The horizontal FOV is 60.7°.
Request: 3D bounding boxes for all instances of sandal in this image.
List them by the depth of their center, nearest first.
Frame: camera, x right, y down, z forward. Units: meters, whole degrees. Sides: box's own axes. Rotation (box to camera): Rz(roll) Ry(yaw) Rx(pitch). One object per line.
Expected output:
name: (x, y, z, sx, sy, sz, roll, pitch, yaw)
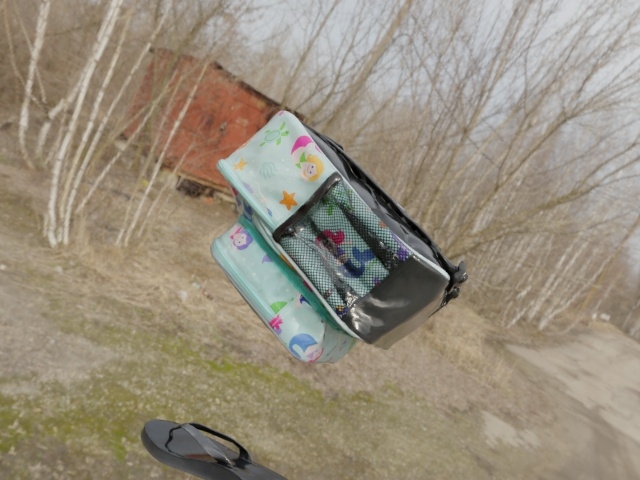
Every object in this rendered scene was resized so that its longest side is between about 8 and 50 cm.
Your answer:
sandal: (-0.141, 0.305, 0.781, 0.254, 0.054, 0.097, 16, 0, 22)

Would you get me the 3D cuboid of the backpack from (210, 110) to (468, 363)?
backpack: (0.000, 0.000, 0.572, 0.253, 0.191, 0.225, 55, 3, 17)
